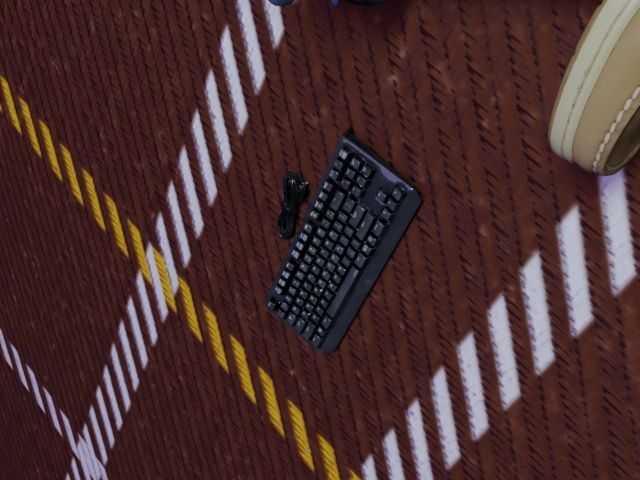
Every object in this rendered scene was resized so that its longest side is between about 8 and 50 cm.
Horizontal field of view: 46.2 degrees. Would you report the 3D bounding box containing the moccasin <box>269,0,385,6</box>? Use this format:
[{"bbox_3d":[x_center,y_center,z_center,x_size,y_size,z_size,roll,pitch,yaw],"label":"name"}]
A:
[{"bbox_3d":[0.019,-0.187,0.419,0.341,0.137,0.117,13,119,39],"label":"moccasin"}]

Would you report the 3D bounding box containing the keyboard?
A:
[{"bbox_3d":[0.000,0.000,0.585,0.108,0.023,0.180,43,129,21],"label":"keyboard"}]

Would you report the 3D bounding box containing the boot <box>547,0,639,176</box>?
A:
[{"bbox_3d":[0.236,-0.084,0.295,0.203,0.095,0.262,45,123,18],"label":"boot"}]
